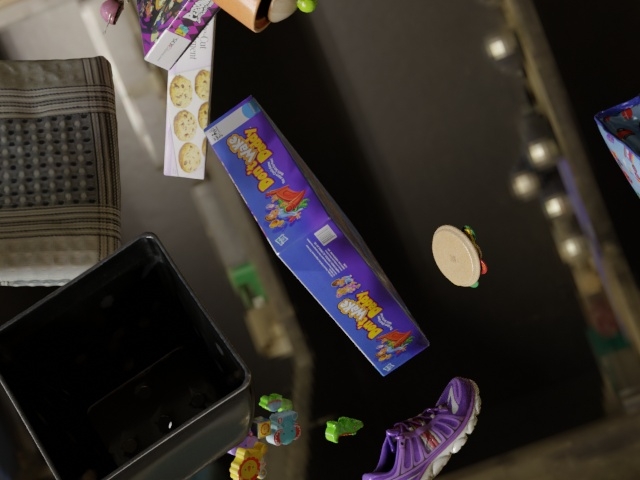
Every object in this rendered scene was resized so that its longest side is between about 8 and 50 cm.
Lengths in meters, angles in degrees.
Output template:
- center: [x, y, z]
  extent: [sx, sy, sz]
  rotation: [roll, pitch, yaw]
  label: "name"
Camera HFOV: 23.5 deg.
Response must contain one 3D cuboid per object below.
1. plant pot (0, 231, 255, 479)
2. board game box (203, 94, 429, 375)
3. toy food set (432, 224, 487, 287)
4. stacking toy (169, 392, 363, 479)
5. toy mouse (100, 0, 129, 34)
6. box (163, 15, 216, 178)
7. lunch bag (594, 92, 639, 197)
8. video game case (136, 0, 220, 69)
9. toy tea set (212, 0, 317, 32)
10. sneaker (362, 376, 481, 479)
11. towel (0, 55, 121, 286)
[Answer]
- center: [-0.168, 0.140, 1.417]
  extent: [0.188, 0.187, 0.167]
  rotation: [53, 173, 27]
  label: "plant pot"
- center: [0.000, 0.000, 1.968]
  extent: [0.233, 0.078, 0.347]
  rotation: [58, -175, 38]
  label: "board game box"
- center: [0.167, 0.019, 1.859]
  extent: [0.082, 0.020, 0.083]
  rotation: [1, 113, 55]
  label: "toy food set"
- center: [-0.077, 0.268, 2.105]
  extent: [0.167, 0.221, 0.052]
  rotation: [13, 109, 48]
  label: "stacking toy"
- center: [-0.309, -0.389, 2.371]
  extent: [0.143, 0.031, 0.161]
  rotation: [172, 120, -84]
  label: "toy mouse"
- center: [-0.189, -0.234, 2.230]
  extent: [0.063, 0.067, 0.324]
  rotation: [-89, 6, -50]
  label: "box"
- center: [0.523, -0.059, 2.142]
  extent: [0.221, 0.138, 0.293]
  rotation: [50, -165, -33]
  label: "lunch bag"
- center: [-0.143, -0.343, 1.753]
  extent: [0.042, 0.210, 0.232]
  rotation: [20, -141, -32]
  label: "video game case"
- center: [-0.024, -0.300, 1.349]
  extent: [0.124, 0.200, 0.336]
  rotation: [28, 167, 11]
  label: "toy tea set"
- center: [0.109, 0.208, 1.639]
  extent: [0.071, 0.170, 0.068]
  rotation: [43, 158, -12]
  label: "sneaker"
- center: [-0.392, -0.087, 1.754]
  extent: [0.056, 0.324, 0.312]
  rotation: [108, 159, -61]
  label: "towel"
